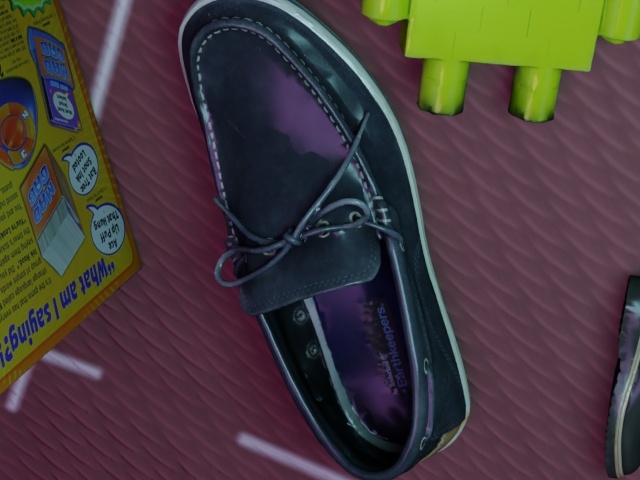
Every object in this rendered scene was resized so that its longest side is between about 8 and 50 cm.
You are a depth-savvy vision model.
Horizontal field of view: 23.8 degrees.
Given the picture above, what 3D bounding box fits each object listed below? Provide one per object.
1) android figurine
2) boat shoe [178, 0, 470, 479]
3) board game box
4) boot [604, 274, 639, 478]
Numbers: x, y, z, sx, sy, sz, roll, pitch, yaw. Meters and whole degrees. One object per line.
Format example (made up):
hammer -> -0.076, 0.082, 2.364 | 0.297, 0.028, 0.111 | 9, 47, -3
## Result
android figurine -> 0.161, -0.234, 1.280 | 0.248, 0.056, 0.273 | 5, 115, -8
boat shoe -> 0.000, 0.000, 1.409 | 0.186, 0.156, 0.500 | -16, 104, 26
board game box -> -0.440, -0.047, 1.426 | 0.356, 0.356, 0.356 | -9, 107, 22
boot -> 0.337, 0.137, 1.395 | 0.137, 0.077, 0.198 | 8, 114, 10
